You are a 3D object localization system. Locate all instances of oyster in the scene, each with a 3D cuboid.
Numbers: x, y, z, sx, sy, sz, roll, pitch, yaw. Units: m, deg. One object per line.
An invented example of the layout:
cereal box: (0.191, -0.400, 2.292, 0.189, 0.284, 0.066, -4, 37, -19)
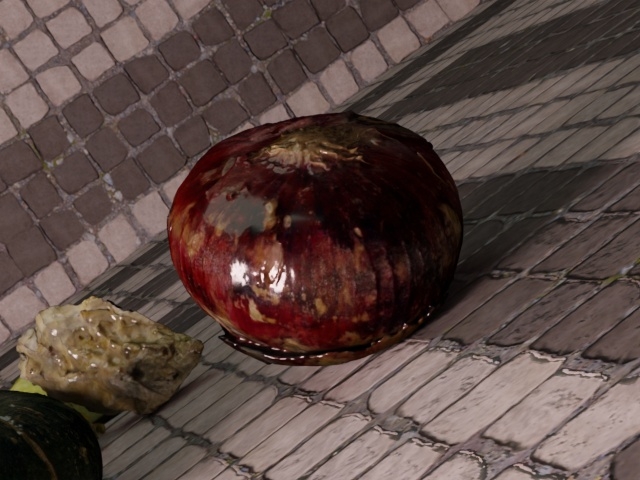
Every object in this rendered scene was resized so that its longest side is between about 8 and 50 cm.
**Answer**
oyster: (-0.224, 0.132, 1.677, 0.072, 0.209, 0.133, -47, -29, -66)

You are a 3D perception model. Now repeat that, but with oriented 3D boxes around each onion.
onion: (0.000, 0.000, 1.325, 0.246, 0.190, 0.246, -11, 31, 7)

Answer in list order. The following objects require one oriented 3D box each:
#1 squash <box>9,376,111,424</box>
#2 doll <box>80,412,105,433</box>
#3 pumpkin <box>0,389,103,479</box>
squash: (-0.265, 0.195, 1.872, 0.237, 0.155, 0.204, -43, -25, -41)
doll: (-0.284, 0.207, 1.669, 0.145, 0.096, 0.188, 2, -1, 35)
pumpkin: (-0.282, 0.206, 1.399, 0.190, 0.146, 0.190, 0, 6, 0)
